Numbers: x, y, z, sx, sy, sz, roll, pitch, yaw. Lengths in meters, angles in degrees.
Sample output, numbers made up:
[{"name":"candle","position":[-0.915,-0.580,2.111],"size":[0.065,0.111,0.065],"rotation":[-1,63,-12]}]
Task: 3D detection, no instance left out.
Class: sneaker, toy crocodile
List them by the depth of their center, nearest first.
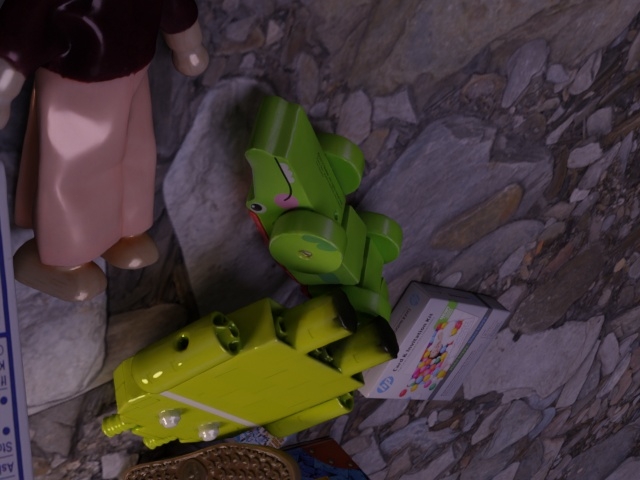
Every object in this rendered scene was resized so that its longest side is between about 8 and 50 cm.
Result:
[{"name":"toy crocodile","position":[0.000,0.000,0.959],"size":[0.340,0.105,0.115],"rotation":[59,36,-52]},{"name":"sneaker","position":[-0.097,0.235,1.044],"size":[0.192,0.064,0.086],"rotation":[-10,171,22]}]

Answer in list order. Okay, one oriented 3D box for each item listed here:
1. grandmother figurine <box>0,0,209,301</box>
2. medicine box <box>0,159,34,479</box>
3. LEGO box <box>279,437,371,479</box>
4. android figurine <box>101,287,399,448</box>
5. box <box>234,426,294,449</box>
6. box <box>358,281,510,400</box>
[{"name":"grandmother figurine","position":[-0.154,-0.124,0.690],"size":[0.208,0.104,0.342],"rotation":[-46,153,-54]},{"name":"medicine box","position":[-0.295,0.110,0.510],"size":[0.264,0.149,0.289],"rotation":[-5,91,-40]},{"name":"LEGO box","position":[-0.030,0.551,1.208],"size":[0.193,0.372,0.500],"rotation":[-4,126,-44]},{"name":"android figurine","position":[-0.072,0.128,0.949],"size":[0.273,0.056,0.248],"rotation":[-25,149,18]},{"name":"box","position":[-0.059,0.180,1.121],"size":[0.094,0.027,0.137],"rotation":[-39,144,-9]},{"name":"box","position":[0.136,0.126,1.262],"size":[0.186,0.038,0.145],"rotation":[14,113,-49]}]
